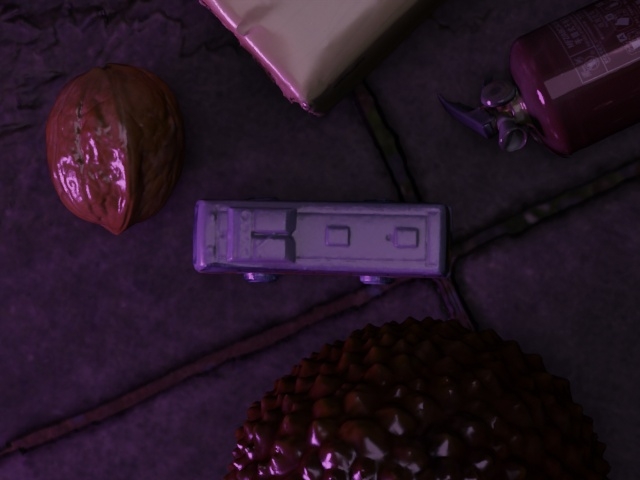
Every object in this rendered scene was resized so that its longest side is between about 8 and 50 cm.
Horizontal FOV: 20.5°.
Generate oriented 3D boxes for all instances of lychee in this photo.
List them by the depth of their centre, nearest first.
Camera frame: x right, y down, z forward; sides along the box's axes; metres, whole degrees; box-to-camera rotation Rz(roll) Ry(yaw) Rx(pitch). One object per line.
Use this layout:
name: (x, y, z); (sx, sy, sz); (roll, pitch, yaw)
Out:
lychee: (0.067, 0.175, 1.183); (0.267, 0.267, 0.268); (0, 88, 5)

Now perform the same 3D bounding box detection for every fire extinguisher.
fire extinguisher: (0.219, -0.133, 1.260); (0.269, 0.105, 0.105); (-25, 87, 4)

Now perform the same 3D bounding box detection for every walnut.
walnut: (-0.148, -0.066, 1.284); (0.105, 0.105, 0.125); (-4, 94, 5)

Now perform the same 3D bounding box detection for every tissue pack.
tissue pack: (0.023, -0.221, 1.258); (0.234, 0.125, 0.159); (-43, 86, 3)

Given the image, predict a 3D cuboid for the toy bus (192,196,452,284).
toy bus: (0.000, 0.000, 1.280); (0.190, 0.075, 0.064); (1, 89, 4)
